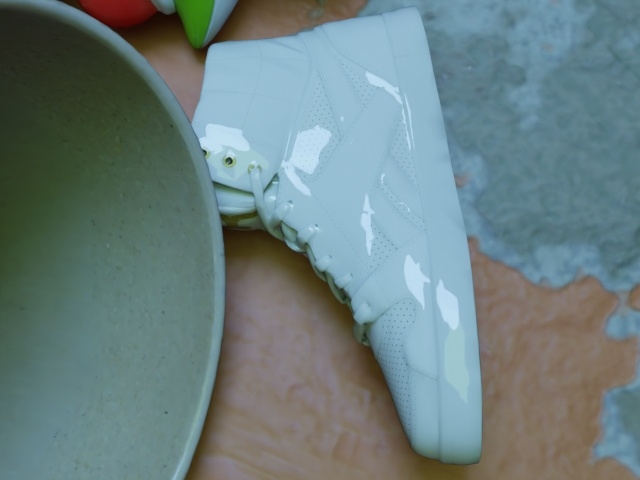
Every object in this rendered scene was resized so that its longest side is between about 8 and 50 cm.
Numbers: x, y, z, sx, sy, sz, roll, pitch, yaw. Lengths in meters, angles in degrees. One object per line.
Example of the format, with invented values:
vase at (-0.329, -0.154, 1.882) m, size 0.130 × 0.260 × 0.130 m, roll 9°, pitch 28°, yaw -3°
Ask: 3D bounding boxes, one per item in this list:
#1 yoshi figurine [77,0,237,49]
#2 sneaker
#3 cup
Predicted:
yoshi figurine at (-0.169, -0.242, 0.624) m, size 0.362 × 0.203 × 0.203 m, roll -17°, pitch 61°, yaw -3°
sneaker at (0.000, 0.000, 0.605) m, size 0.169 × 0.108 × 0.292 m, roll -8°, pitch 66°, yaw -2°
cup at (-0.238, 0.041, 0.502) m, size 0.237 × 0.331 × 0.331 m, roll 9°, pitch 74°, yaw 30°
